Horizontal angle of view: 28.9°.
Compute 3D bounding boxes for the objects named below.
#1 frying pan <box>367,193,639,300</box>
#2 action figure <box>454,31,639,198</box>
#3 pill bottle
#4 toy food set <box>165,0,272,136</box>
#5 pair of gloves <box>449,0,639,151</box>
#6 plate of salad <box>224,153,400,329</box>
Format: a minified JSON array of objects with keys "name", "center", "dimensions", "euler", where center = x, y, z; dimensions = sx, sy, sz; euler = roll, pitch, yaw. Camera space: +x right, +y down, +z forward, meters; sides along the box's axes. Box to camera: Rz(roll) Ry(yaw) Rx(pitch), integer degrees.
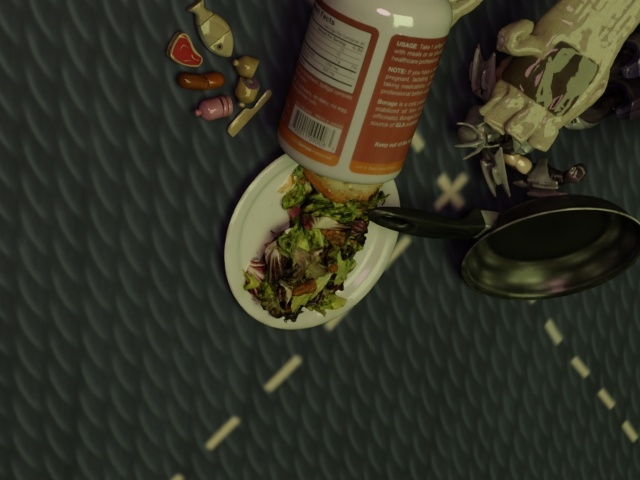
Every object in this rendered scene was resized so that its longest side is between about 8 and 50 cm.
[{"name":"frying pan","center":[0.183,0.006,1.307],"dimensions":[0.326,0.053,0.197],"euler":[2,149,-13]},{"name":"action figure","center":[0.258,-0.145,1.282],"dimensions":[0.285,0.099,0.185],"euler":[-21,129,-20]},{"name":"pill bottle","center":[0.045,-0.168,1.095],"dimensions":[0.121,0.121,0.216],"euler":[0,121,-33]},{"name":"toy food set","center":[-0.092,-0.146,1.099],"dimensions":[0.078,0.019,0.122],"euler":[-48,129,-5]},{"name":"pair of gloves","center":[0.178,-0.216,1.178],"dimensions":[0.240,0.042,0.204],"euler":[29,99,-9]},{"name":"plate of salad","center":[0.000,0.000,1.211],"dimensions":[0.200,0.048,0.200],"euler":[-15,119,-28]}]
